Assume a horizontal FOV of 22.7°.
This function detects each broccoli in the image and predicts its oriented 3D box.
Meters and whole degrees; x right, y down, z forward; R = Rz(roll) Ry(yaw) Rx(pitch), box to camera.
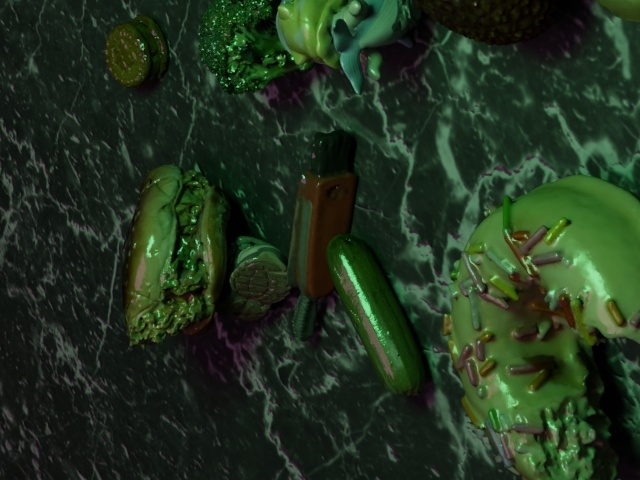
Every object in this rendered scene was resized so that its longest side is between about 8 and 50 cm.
[{"bbox_3d":[-0.082,-0.278,2.074,0.156,0.195,0.195,5,110,16],"label":"broccoli"}]

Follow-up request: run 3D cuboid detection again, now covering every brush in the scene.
[{"bbox_3d":[0.000,0.000,2.144,0.051,0.070,0.323,36,131,37],"label":"brush"}]

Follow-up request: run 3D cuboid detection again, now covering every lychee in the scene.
[{"bbox_3d":[0.183,-0.309,1.746,0.194,0.194,0.195,20,117,44],"label":"lychee"}]

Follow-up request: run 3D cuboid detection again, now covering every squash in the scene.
[{"bbox_3d":[0.073,0.099,2.093,0.069,0.069,0.239,-40,70,48],"label":"squash"}]

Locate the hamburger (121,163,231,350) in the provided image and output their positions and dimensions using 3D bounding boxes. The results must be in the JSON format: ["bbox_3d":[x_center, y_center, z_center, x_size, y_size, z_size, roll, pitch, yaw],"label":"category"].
[{"bbox_3d":[-0.210,0.032,2.272,0.243,0.146,0.286,111,163,-62],"label":"hamburger"}]

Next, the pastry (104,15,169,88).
[{"bbox_3d":[-0.273,-0.279,2.363,0.097,0.057,0.109,38,130,32],"label":"pastry"}]

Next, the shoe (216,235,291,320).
[{"bbox_3d":[-0.092,0.041,2.247,0.180,0.089,0.092,126,153,-55],"label":"shoe"}]

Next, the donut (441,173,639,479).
[{"bbox_3d":[0.263,0.093,1.776,0.307,0.150,0.371,57,145,36],"label":"donut"}]

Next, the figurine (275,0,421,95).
[{"bbox_3d":[0.032,-0.261,1.933,0.183,0.208,0.128,-13,118,16],"label":"figurine"}]

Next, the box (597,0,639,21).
[{"bbox_3d":[0.334,-0.276,1.639,0.177,0.111,0.111,24,120,43],"label":"box"}]
